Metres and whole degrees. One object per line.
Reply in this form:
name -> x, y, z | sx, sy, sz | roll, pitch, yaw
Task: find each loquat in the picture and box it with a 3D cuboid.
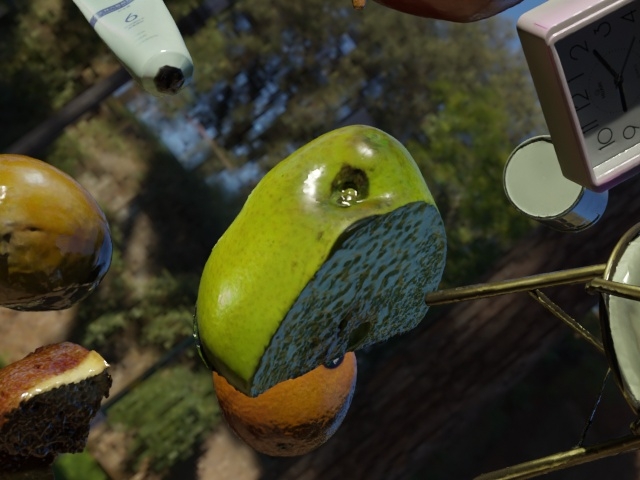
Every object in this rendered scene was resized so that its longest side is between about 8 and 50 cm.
loquat -> -0.343, -0.005, 1.593 | 0.227, 0.179, 0.179 | 20, 16, -45

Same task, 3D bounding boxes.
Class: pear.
pear -> 0.000, 0.000, 1.393 | 0.159, 0.292, 0.292 | 46, -12, 26

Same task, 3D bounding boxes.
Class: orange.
orange -> -0.046, 0.178, 1.787 | 0.206, 0.206, 0.206 | 50, -11, 13

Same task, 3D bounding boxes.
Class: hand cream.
hand cream -> -0.246, -0.286, 1.823 | 0.320, 0.109, 0.067 | 55, -6, 49

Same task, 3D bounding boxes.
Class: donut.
donut -> -0.313, 0.202, 1.342 | 0.151, 0.112, 0.295 | 41, -58, 32

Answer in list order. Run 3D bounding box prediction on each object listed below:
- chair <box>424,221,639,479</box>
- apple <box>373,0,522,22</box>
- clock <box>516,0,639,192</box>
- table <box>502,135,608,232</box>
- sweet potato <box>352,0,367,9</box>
chair -> 0.206, 0.057, 0.787 | 0.326, 0.170, 0.159 | -29, -109, 57
apple -> 0.089, -0.274, 1.010 | 0.218, 0.218, 0.201 | 42, -22, 45
clock -> 0.300, -0.166, 1.413 | 0.063, 0.150, 0.197 | 44, -21, 60
table -> 0.363, -0.083, 2.114 | 0.126, 0.126, 0.220 | 49, 12, 17
sweet potato -> 0.066, -0.541, 2.288 | 0.066, 0.072, 0.314 | -118, -154, -77
